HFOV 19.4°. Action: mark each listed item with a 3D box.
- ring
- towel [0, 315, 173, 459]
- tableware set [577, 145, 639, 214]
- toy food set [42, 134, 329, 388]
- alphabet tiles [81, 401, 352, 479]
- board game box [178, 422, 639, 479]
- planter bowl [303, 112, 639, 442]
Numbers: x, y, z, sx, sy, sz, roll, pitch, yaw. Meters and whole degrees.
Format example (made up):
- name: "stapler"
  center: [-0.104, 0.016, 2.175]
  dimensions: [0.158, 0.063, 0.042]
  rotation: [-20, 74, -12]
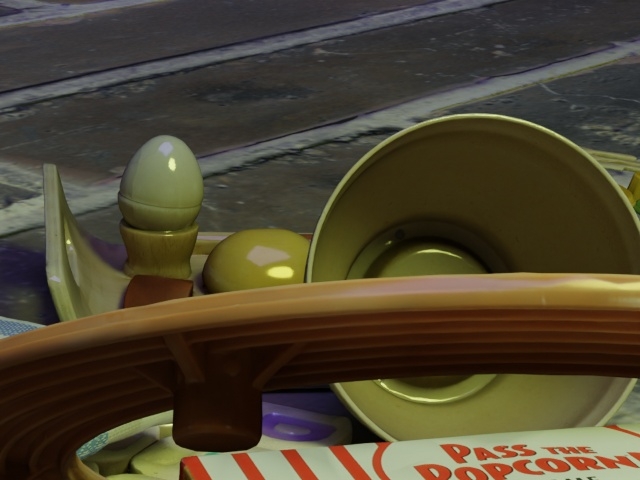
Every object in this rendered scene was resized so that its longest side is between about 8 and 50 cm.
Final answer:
- name: "ring"
  center: [0.036, 0.074, 0.560]
  dimensions: [0.336, 0.032, 0.336]
  rotation: [-1, -19, 0]
- name: "towel"
  center: [-0.203, 0.083, 0.753]
  dimensions: [0.209, 0.034, 0.285]
  rotation: [8, 18, 32]
- name: "tableware set"
  center: [0.136, -0.032, 1.082]
  dimensions: [0.154, 0.024, 0.104]
  rotation: [7, 19, -19]
- name: "toy food set"
  center: [0.000, 0.000, 1.038]
  dimensions: [0.306, 0.092, 0.220]
  rotation: [0, 17, -9]
- name: "alphabet tiles"
  center: [-0.099, 0.109, 0.770]
  dimensions: [0.278, 0.021, 0.284]
  rotation: [10, 16, 21]
- name: "board game box"
  center: [0.043, 0.140, 0.413]
  dimensions: [0.146, 0.194, 0.045]
  rotation: [-2, 13, -16]
- name: "planter bowl"
  center: [0.065, 0.029, 0.885]
  dimensions: [0.162, 0.162, 0.109]
  rotation: [-1, -7, -10]
